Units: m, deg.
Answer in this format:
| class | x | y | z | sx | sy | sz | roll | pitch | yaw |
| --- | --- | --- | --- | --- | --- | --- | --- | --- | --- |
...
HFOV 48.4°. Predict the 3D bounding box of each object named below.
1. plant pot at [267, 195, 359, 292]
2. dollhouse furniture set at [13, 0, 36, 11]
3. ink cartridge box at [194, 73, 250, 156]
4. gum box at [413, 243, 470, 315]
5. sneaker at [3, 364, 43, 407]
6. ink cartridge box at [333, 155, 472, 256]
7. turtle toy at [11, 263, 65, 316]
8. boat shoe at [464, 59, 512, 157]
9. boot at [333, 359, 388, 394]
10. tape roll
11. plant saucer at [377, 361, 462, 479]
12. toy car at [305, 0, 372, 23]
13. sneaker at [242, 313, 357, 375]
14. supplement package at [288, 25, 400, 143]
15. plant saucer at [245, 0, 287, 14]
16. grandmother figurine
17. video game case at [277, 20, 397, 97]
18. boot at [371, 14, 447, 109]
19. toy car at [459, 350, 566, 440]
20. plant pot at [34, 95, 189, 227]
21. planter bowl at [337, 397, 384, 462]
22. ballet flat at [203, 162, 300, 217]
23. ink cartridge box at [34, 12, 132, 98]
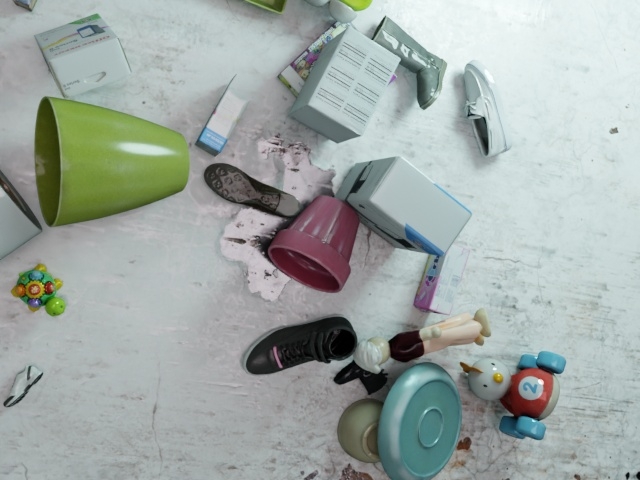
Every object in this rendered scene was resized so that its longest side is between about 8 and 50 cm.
| class | x | y | z | sx | sy | sz | roll | pitch | yaw |
| --- | --- | --- | --- | --- | --- | --- | --- | --- | --- |
| plant pot | 0.000 | 0.000 | 1.726 | 0.201 | 0.201 | 0.180 | 34 | 67 | -14 |
| dollhouse furniture set | -0.751 | -0.542 | 1.492 | 0.286 | 0.198 | 0.303 | 26 | 85 | -14 |
| ink cartridge box | -0.225 | -0.295 | 1.690 | 0.062 | 0.104 | 0.181 | 29 | 84 | -14 |
| gum box | 0.311 | 0.102 | 1.846 | 0.062 | 0.107 | 0.188 | 20 | 86 | -15 |
| sneaker | -0.681 | 0.330 | 1.617 | 0.044 | 0.040 | 0.109 | 39 | 77 | 4 |
| ink cartridge box | 0.183 | -0.081 | 1.704 | 0.223 | 0.307 | 0.129 | 35 | 84 | -14 |
| turtle toy | -0.629 | 0.119 | 1.607 | 0.130 | 0.066 | 0.095 | 45 | 80 | -12 |
| boat shoe | 0.425 | -0.343 | 1.875 | 0.084 | 0.095 | 0.258 | -26 | 97 | -18 |
| boot | 0.106 | 0.355 | 1.829 | 0.121 | 0.045 | 0.099 | -40 | 104 | -12 |
| tape roll | -0.726 | -0.068 | 1.485 | 0.169 | 0.246 | 0.246 | -38 | 100 | -11 |
| plant saucer | 0.267 | 0.469 | 1.803 | 0.318 | 0.044 | 0.317 | -5 | 97 | -43 |
| toy car | 0.043 | -0.625 | 1.743 | 0.182 | 0.136 | 0.159 | 28 | 94 | -10 |
| sneaker | -0.043 | 0.260 | 1.732 | 0.296 | 0.147 | 0.104 | -19 | 98 | -13 |
| supplement package | 0.052 | -0.357 | 1.675 | 0.149 | 0.194 | 0.203 | 28 | 85 | -15 |
| plant saucer | -0.158 | -0.663 | 1.732 | 0.188 | 0.045 | 0.188 | 17 | 87 | -16 |
| grandmother figurine | 0.245 | 0.257 | 1.794 | 0.343 | 0.207 | 0.104 | -10 | 54 | -12 |
| video game case | 0.044 | -0.413 | 1.795 | 0.232 | 0.042 | 0.210 | -45 | 103 | -11 |
| boot | 0.217 | -0.451 | 1.805 | 0.208 | 0.076 | 0.189 | 33 | 52 | -23 |
| toy car | 0.477 | 0.373 | 1.862 | 0.238 | 0.210 | 0.219 | 23 | 74 | -2 |
| plant pot | -0.451 | -0.173 | 1.572 | 0.294 | 0.275 | 0.274 | -4 | 92 | -32 |
| planter bowl | 0.135 | 0.492 | 1.805 | 0.162 | 0.109 | 0.162 | 0 | 91 | -16 |
| ballet flat | -0.166 | -0.119 | 1.742 | 0.250 | 0.058 | 0.084 | 20 | 90 | -10 |
| ink cartridge box | -0.516 | -0.404 | 1.545 | 0.154 | 0.212 | 0.093 | -25 | 130 | -14 |
